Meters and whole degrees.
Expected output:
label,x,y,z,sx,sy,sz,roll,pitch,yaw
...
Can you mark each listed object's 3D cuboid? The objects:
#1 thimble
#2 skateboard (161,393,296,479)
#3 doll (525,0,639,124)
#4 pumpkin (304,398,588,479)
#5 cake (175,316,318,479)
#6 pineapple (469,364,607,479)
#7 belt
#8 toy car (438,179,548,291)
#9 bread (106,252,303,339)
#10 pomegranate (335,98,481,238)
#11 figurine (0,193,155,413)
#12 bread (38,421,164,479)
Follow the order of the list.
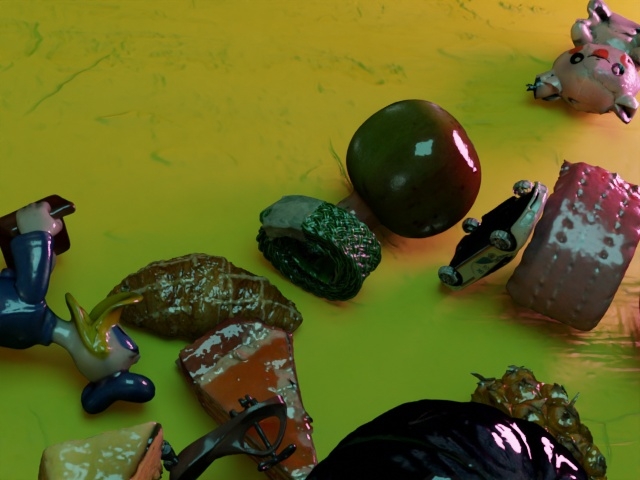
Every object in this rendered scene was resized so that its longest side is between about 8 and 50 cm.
label,x,y,z,sx,sy,sz,roll,pitch,yaw
thimble,0.313,0.012,2.113,0.125,0.163,0.190,26,67,6
skateboard,-0.095,0.219,1.831,0.151,0.067,0.080,-31,69,-6
doll,0.382,-0.241,2.362,0.149,0.095,0.192,25,54,13
pumpkin,0.137,0.339,1.740,0.363,0.266,0.363,20,52,-28
cake,-0.045,0.201,1.925,0.135,0.098,0.287,-23,62,-25
pineapple,0.252,0.227,1.956,0.079,0.135,0.233,-23,64,-27
belt,0.000,0.000,2.073,0.151,0.121,0.079,25,54,12
toy car,0.211,-0.003,2.079,0.056,0.205,0.095,38,54,-11
bread,-0.131,0.064,2.024,0.233,0.076,0.105,9,54,-9
pomegranate,0.093,-0.074,2.134,0.209,0.180,0.180,-35,65,0
figurine,-0.329,0.083,1.938,0.338,0.204,0.283,32,45,-4
bread,-0.202,0.311,1.726,0.135,0.240,0.178,-11,61,-14
